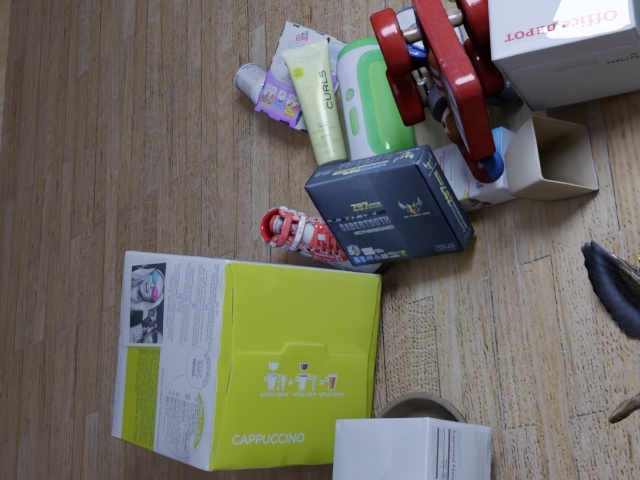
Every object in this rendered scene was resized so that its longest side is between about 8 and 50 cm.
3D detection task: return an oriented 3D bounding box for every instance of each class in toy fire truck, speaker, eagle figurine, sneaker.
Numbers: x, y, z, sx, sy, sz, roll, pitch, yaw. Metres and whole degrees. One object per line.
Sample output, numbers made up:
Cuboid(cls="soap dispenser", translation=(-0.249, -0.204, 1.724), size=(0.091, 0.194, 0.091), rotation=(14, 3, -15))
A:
Cuboid(cls="toy fire truck", translation=(0.199, -0.217, 1.586), size=(0.169, 0.302, 0.253), rotation=(-19, 56, 5))
Cuboid(cls="speaker", translation=(0.103, -0.212, 1.915), size=(0.131, 0.131, 0.296), rotation=(-33, 55, 41))
Cuboid(cls="eagle figurine", translation=(0.463, 0.072, 1.374), size=(0.226, 0.225, 0.298), rotation=(-5, 33, 10))
Cuboid(cls="sneaker", translation=(0.181, -0.326, 1.854), size=(0.112, 0.131, 0.296), rotation=(-55, 41, 27))
Cuboid(cls="sneaker", translation=(-0.001, 0.001, 1.960), size=(0.270, 0.145, 0.090), rotation=(18, 93, 51))

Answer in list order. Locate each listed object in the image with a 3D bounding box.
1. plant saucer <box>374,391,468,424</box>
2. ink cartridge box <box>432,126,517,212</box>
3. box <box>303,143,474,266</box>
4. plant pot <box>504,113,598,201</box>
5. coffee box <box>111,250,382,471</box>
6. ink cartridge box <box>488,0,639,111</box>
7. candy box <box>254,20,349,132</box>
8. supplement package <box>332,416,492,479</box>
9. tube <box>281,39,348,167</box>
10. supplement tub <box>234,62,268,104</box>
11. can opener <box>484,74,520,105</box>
Cuboid(cls="plant saucer", translation=(0.162, 0.384, 1.724), size=(0.278, 0.041, 0.277), rotation=(-18, 66, 46))
Cuboid(cls="ink cartridge box", translation=(0.246, -0.108, 1.757), size=(0.181, 0.062, 0.104), rotation=(-16, 66, 47))
Cuboid(cls="box", translation=(0.112, -0.053, 1.766), size=(0.233, 0.183, 0.059), rotation=(-9, 33, 37))
Cuboid(cls="plant pot", translation=(0.338, -0.114, 1.620), size=(0.096, 0.109, 0.109), rotation=(-37, 51, 54))
Cuboid(cls="coffee box", translation=(-0.131, 0.204, 1.875), size=(0.334, 0.338, 0.338), rotation=(3, 87, 51))
Cuboid(cls="ink cartridge box", translation=(0.360, -0.359, 1.546), size=(0.198, 0.197, 0.270), rotation=(-9, 70, 25))
Cuboid(cls="candy box", translation=(-0.036, -0.329, 2.168), size=(0.165, 0.070, 0.196), rotation=(32, 105, 50))
Cuboid(cls="supplement package", translation=(0.132, 0.404, 1.605), size=(0.204, 0.145, 0.261), rotation=(-12, 69, 48))
Cuboid(cls="tube", translation=(-0.005, -0.261, 2.059), size=(0.062, 0.070, 0.240), rotation=(-21, 80, 53))
Cuboid(cls="supplement tub", translation=(-0.132, -0.329, 2.286), size=(0.107, 0.071, 0.071), rotation=(46, 115, 47))
Cuboid(cls="can opener", translation=(0.290, -0.368, 1.760), size=(0.076, 0.095, 0.283), rotation=(-10, 71, 50))
